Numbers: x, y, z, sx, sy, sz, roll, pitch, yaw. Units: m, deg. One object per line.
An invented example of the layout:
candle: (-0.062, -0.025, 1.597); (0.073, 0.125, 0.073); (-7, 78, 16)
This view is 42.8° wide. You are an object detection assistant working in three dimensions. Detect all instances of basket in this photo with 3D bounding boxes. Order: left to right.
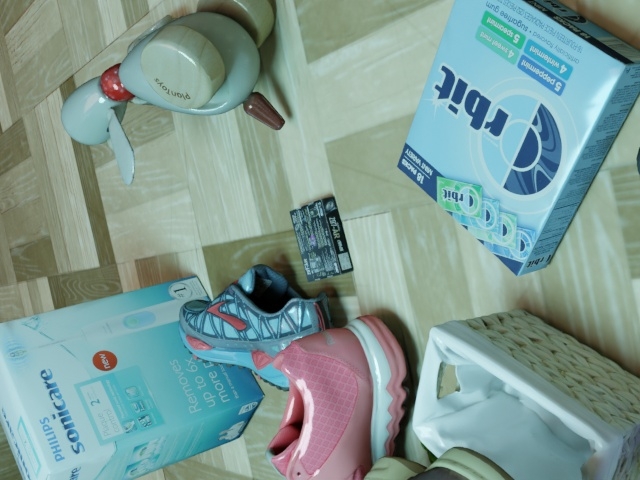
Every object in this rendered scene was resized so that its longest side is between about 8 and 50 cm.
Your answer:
basket: (0.167, 0.136, 0.624); (0.167, 0.103, 0.113); (34, 127, 44)

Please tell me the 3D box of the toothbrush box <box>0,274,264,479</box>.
toothbrush box: (-0.261, 0.192, 1.076); (0.216, 0.295, 0.126); (57, 141, 27)

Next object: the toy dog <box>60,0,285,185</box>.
toy dog: (-0.159, -0.161, 0.938); (0.161, 0.220, 0.333); (51, 159, -20)

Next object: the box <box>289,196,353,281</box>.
box: (0.000, 0.000, 0.886); (0.067, 0.018, 0.083); (-19, 86, 55)

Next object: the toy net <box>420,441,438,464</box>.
toy net: (0.183, 0.224, 0.688); (0.232, 0.045, 0.122); (-4, 96, 53)

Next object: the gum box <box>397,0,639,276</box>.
gum box: (0.146, -0.092, 0.631); (0.157, 0.041, 0.184); (47, 135, 35)

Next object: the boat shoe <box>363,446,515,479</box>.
boat shoe: (0.074, 0.238, 0.613); (0.123, 0.123, 0.342); (53, 161, 0)

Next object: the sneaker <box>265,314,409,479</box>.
sneaker: (0.008, 0.233, 0.830); (0.116, 0.136, 0.314); (-162, 68, -66)

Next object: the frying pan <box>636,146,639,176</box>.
frying pan: (0.219, 0.109, 0.363); (0.197, 0.053, 0.326); (-55, 43, 11)

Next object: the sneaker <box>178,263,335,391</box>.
sneaker: (-0.073, 0.085, 0.961); (0.261, 0.104, 0.125); (9, 105, 43)
